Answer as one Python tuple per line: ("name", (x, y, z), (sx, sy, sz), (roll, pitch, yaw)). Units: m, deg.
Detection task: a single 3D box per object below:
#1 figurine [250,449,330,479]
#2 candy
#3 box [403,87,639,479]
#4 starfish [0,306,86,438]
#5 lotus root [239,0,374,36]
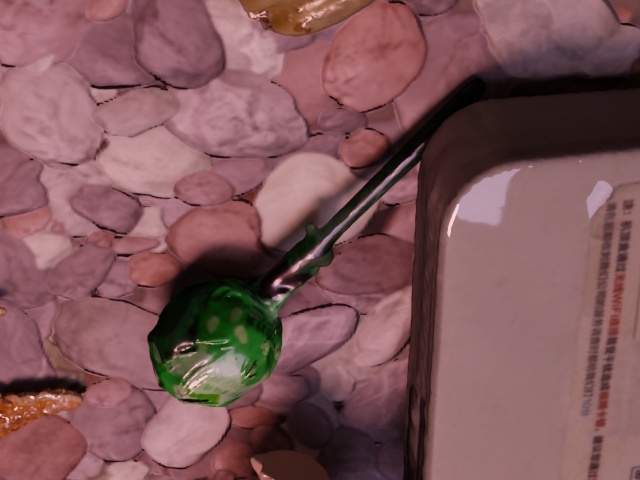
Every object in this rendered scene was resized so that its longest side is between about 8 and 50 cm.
("figurine", (0.035, 0.332, 1.456), (0.377, 0.266, 0.361), (-6, 133, -48))
("candy", (0.002, 0.001, 1.229), (0.323, 0.097, 0.097), (-44, 123, 17))
("box", (0.262, 0.073, 1.270), (0.396, 0.111, 0.396), (-5, 125, -10))
("starfish", (-0.323, 0.160, 1.320), (0.302, 0.060, 0.299), (-31, 125, 17))
("lotus root", (0.022, -0.195, 1.053), (0.183, 0.077, 0.090), (-36, 133, 25))
